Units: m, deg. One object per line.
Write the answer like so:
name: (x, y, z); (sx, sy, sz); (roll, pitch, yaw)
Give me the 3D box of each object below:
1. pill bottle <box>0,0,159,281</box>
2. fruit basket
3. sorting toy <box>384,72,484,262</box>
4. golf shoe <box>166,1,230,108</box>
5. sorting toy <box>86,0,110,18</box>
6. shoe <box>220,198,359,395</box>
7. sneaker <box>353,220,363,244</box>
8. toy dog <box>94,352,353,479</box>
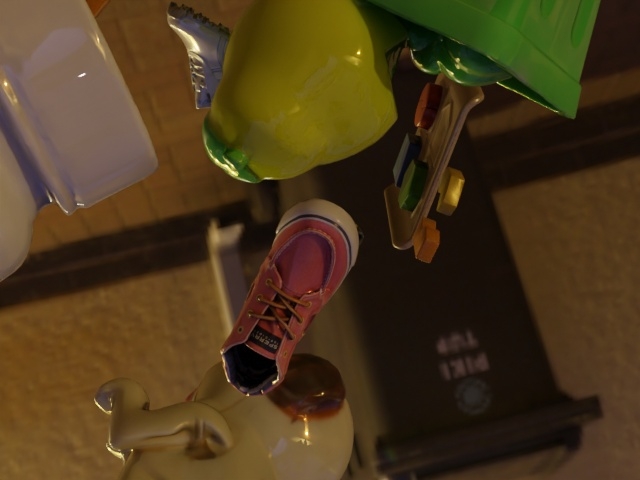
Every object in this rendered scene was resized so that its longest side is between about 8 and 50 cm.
pill bottle: (-0.310, -0.040, 0.745); (0.392, 0.224, 0.224); (-27, 167, -8)
fruit basket: (0.047, -0.201, 1.233); (0.392, 0.392, 0.283); (-21, 163, 23)
sorting toy: (0.139, -0.105, 1.648); (0.041, 0.307, 0.229); (21, 112, -10)
golf shoe: (-0.113, -0.182, 1.378); (0.086, 0.069, 0.176); (-53, 131, -2)
sorting toy: (-0.248, -0.120, 0.953); (0.347, 0.196, 0.047); (-24, -167, 37)
shoe: (-0.025, 0.048, 0.958); (0.063, 0.081, 0.178); (26, 142, -2)
sneaker: (0.000, 0.000, 1.022); (0.083, 0.035, 0.031); (-28, 136, -34)
toy dog: (-0.117, 0.296, 1.492); (0.395, 0.408, 0.284); (15, 138, 26)
